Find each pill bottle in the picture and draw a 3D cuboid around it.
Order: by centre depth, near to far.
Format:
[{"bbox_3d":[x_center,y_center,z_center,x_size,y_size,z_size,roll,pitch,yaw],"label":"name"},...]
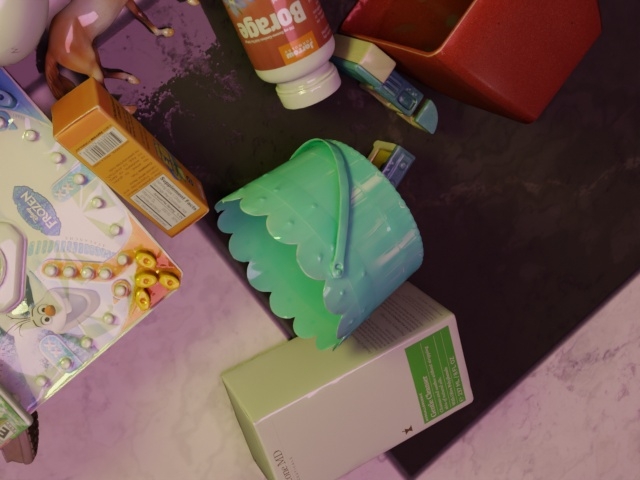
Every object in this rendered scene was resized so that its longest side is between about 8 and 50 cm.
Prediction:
[{"bbox_3d":[-0.053,-0.296,1.159,0.121,0.121,0.216,-33,119,-12],"label":"pill bottle"}]

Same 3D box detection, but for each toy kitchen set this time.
[{"bbox_3d":[0.076,-0.177,1.266,0.207,0.122,0.166,32,93,-31],"label":"toy kitchen set"}]

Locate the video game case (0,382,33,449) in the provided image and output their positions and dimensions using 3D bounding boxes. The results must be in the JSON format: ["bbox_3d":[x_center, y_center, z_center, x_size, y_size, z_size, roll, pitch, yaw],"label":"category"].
[{"bbox_3d":[-0.498,0.207,1.031,0.193,0.023,0.212,-39,103,-5],"label":"video game case"}]

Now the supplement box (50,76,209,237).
[{"bbox_3d":[-0.249,-0.105,1.125,0.080,0.078,0.233,-33,134,9],"label":"supplement box"}]

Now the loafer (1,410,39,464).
[{"bbox_3d":[-0.467,0.193,1.157,0.092,0.102,0.268,-21,104,-7],"label":"loafer"}]

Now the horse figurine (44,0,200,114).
[{"bbox_3d":[-0.278,-0.277,1.090,0.174,0.066,0.263,32,90,-39],"label":"horse figurine"}]

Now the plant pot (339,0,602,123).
[{"bbox_3d":[0.237,-0.319,1.213,0.236,0.267,0.267,36,90,-34],"label":"plant pot"}]

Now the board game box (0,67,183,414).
[{"bbox_3d":[-0.440,0.034,1.064,0.390,0.050,0.390,-41,103,-7],"label":"board game box"}]

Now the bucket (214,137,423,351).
[{"bbox_3d":[0.000,0.000,1.214,0.183,0.281,0.281,-38,121,-19],"label":"bucket"}]

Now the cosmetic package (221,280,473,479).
[{"bbox_3d":[0.047,0.245,1.391,0.366,0.155,0.196,-28,121,-16],"label":"cosmetic package"}]

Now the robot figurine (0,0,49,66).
[{"bbox_3d":[-0.450,-0.278,0.946,0.278,0.173,0.209,-5,125,-24],"label":"robot figurine"}]
